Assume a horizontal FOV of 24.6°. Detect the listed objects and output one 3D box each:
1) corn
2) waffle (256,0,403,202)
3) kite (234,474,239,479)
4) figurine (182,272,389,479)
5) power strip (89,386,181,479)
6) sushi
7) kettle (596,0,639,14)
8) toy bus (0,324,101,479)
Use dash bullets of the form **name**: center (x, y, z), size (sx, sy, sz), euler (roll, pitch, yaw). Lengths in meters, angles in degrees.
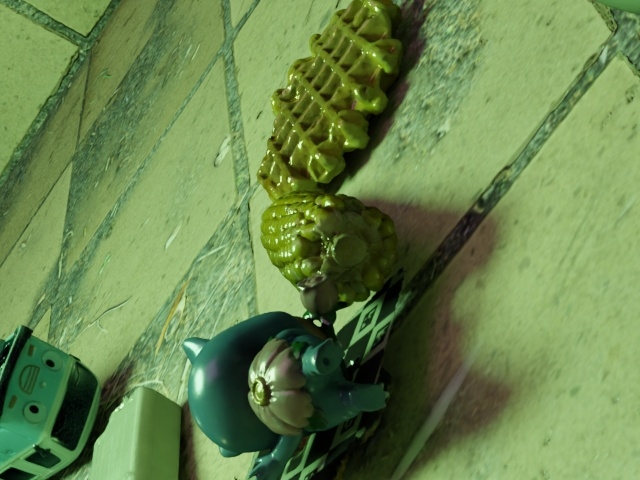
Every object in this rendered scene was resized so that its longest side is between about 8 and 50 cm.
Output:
- **corn**: center (0.000, 0.000, 1.258), size (0.097, 0.097, 0.320), euler (-61, 11, 0)
- **waffle**: center (0.003, -0.137, 1.522), size (0.249, 0.056, 0.253), euler (-20, 46, 61)
- **kite**: center (-0.149, 0.363, 1.285), size (0.321, 0.016, 0.234), euler (-57, 22, 13)
- **figurine**: center (-0.013, 0.096, 1.068), size (0.144, 0.114, 0.178), euler (-38, 14, -31)
- **power strip**: center (-0.183, 0.253, 1.411), size (0.098, 0.058, 0.338), euler (-52, 17, 17)
- **sushi**: center (0.011, 0.143, 1.154), size (0.210, 0.040, 0.192), euler (-47, 16, 39)
- **kettle**: center (0.319, -0.257, 0.733), size (0.361, 0.250, 0.377), euler (-34, 20, -10)
- **toy bus**: center (-0.374, 0.220, 1.787), size (0.271, 0.165, 0.133), euler (-34, 34, 50)
